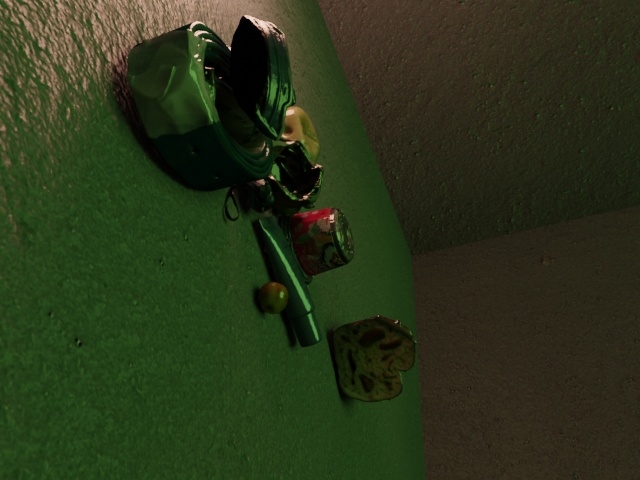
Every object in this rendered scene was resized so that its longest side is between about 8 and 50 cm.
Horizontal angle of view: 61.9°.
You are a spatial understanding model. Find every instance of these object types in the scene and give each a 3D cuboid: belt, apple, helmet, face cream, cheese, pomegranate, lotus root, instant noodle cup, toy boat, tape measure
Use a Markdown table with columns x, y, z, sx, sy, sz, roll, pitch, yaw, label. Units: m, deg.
| x | y | z | sx | sy | sz | roll | pitch | yaw | label |
| --- | --- | --- | --- | --- | --- | --- | --- | --- | --- |
| -0.242 | -0.276 | 1.182 | 0.436 | 0.173 | 0.300 | 32 | 45 | -67 | belt |
| -0.123 | 0.150 | 1.389 | 0.084 | 0.083 | 0.071 | 59 | 32 | -44 | apple |
| -0.106 | -0.181 | 1.516 | 0.224 | 0.130 | 0.198 | 37 | 45 | -17 | helmet |
| -0.089 | 0.115 | 1.528 | 0.135 | 0.086 | 0.385 | -28 | 98 | -75 | face cream |
| -0.085 | -0.338 | 1.821 | 0.218 | 0.117 | 0.235 | -81 | 148 | -48 | cheese |
| -0.082 | -0.127 | 1.632 | 0.114 | 0.142 | 0.115 | 12 | 90 | -68 | pomegranate |
| 0.209 | 0.419 | 1.904 | 0.250 | 0.316 | 0.316 | 38 | 41 | -76 | lotus root |
| 0.000 | 0.000 | 1.715 | 0.302 | 0.181 | 0.258 | -77 | 147 | -56 | instant noodle cup |
| -0.113 | -0.348 | 1.135 | 0.142 | 0.129 | 0.309 | 26 | 50 | -54 | toy boat |
| -0.201 | -0.094 | 1.400 | 0.180 | 0.104 | 0.107 | -47 | 144 | -35 | tape measure |

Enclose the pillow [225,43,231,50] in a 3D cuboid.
| x | y | z | sx | sy | sz | roll | pitch | yaw | label |
| --- | --- | --- | --- | --- | --- | --- | --- | --- | --- |
| -0.248 | -0.508 | 1.526 | 0.136 | 0.055 | 0.091 | 56 | 15 | -51 | pillow |
